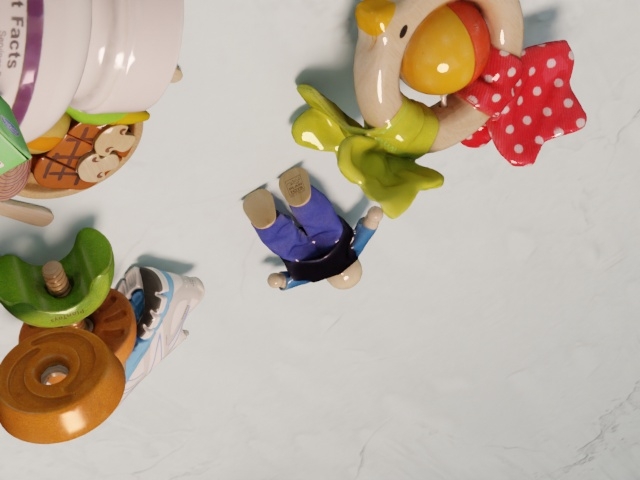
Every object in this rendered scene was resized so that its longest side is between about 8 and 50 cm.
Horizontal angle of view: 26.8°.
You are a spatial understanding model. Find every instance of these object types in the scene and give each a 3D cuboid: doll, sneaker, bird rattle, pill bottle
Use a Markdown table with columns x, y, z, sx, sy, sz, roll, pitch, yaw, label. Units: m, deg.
| x | y | z | sx | sy | sz | roll | pitch | yaw | label |
| --- | --- | --- | --- | --- | --- | --- | --- | --- | --- |
| 0.000 | 0.000 | 1.258 | 0.129 | 0.046 | 0.189 | -31 | 148 | 5 | doll |
| -0.167 | 0.100 | 1.250 | 0.083 | 0.071 | 0.190 | 0 | 138 | -47 | sneaker |
| 0.109 | -0.131 | 1.096 | 0.253 | 0.143 | 0.207 | -21 | 131 | -18 | bird rattle |
| -0.238 | -0.135 | 0.769 | 0.301 | 0.169 | 0.169 | -4 | 140 | -35 | pill bottle |

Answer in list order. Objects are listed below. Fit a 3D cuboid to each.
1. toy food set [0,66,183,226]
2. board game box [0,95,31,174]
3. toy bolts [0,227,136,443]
| x | y | z | sx | sy | sz | roll | pitch | yaw | label |
| --- | --- | --- | --- | --- | --- | --- | --- | --- | --- |
| -0.193 | -0.069 | 1.016 | 0.192 | 0.038 | 0.132 | -45 | 145 | 23 | toy food set |
| -0.299 | -0.074 | 0.598 | 0.213 | 0.046 | 0.317 | -30 | 149 | 2 | board game box |
| -0.253 | 0.130 | 1.098 | 0.228 | 0.218 | 0.158 | -17 | 133 | -7 | toy bolts |
